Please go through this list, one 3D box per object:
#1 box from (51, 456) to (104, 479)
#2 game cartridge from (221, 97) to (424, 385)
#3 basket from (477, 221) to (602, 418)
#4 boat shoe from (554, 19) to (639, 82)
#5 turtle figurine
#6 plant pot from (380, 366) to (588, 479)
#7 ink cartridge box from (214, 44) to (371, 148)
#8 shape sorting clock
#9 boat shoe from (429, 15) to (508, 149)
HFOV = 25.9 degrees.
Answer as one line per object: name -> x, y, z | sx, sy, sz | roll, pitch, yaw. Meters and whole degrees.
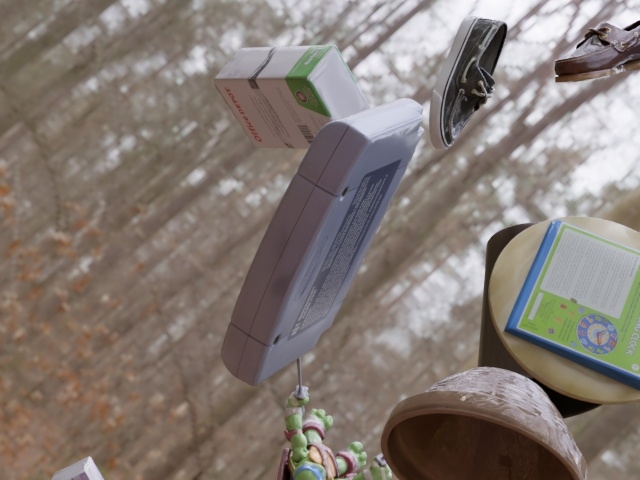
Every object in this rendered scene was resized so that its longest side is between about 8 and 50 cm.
box -> -0.292, 0.472, 2.039 | 0.063, 0.067, 0.324 | -99, 164, -77
game cartridge -> 0.000, 0.000, 1.406 | 0.062, 0.297, 0.198 | 34, 24, 20
basket -> 0.285, 0.104, 1.824 | 0.154, 0.227, 0.204 | 19, -33, -32
boat shoe -> 0.381, -0.255, 1.859 | 0.073, 0.207, 0.073 | 4, -74, 45
turtle figurine -> 0.034, 0.330, 2.347 | 0.198, 0.274, 0.266 | 10, -1, 3
plant pot -> 0.198, 0.224, 1.602 | 0.237, 0.109, 0.237 | 15, -38, 12
ink cartridge box -> -0.045, -0.236, 2.297 | 0.219, 0.092, 0.160 | 7, -40, 42
shape sorting clock -> 0.261, 0.064, 1.320 | 0.206, 0.206, 0.040 | 41, -29, 24
boat shoe -> 0.220, -0.235, 2.058 | 0.070, 0.219, 0.078 | 10, -16, 30
